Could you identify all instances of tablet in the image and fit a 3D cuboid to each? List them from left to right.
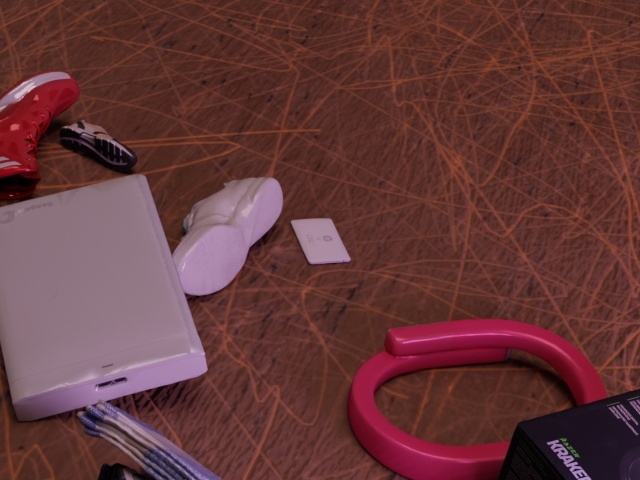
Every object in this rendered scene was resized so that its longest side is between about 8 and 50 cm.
[{"bbox_3d":[0.000,0.000,2.025,0.054,0.006,0.083,-3,40,-19],"label":"tablet"}]

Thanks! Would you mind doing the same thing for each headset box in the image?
[{"bbox_3d":[0.359,0.276,1.665,0.283,0.131,0.246,-11,43,-28],"label":"headset box"}]

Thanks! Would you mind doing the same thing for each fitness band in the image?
[{"bbox_3d":[0.171,0.177,1.812,0.291,0.054,0.209,-5,43,-20],"label":"fitness band"}]

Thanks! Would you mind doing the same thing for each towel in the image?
[{"bbox_3d":[-0.087,0.248,1.537,0.285,0.209,0.034,34,84,16],"label":"towel"}]

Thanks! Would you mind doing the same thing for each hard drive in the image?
[{"bbox_3d":[-0.257,0.055,1.820,0.203,0.040,0.307,-14,43,-9],"label":"hard drive"}]

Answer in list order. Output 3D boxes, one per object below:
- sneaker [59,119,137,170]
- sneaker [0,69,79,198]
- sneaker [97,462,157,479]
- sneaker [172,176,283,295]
[{"bbox_3d":[-0.272,-0.124,2.081,0.109,0.040,0.044,27,38,18],"label":"sneaker"},{"bbox_3d":[-0.358,-0.116,2.032,0.221,0.087,0.128,-36,65,-30],"label":"sneaker"},{"bbox_3d":[-0.165,0.250,1.537,0.081,0.080,0.211,18,0,-11],"label":"sneaker"},{"bbox_3d":[-0.132,-0.007,1.956,0.094,0.080,0.212,9,35,29],"label":"sneaker"}]
